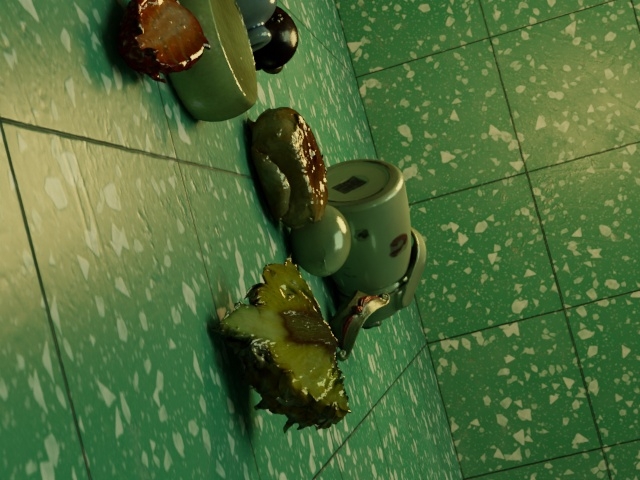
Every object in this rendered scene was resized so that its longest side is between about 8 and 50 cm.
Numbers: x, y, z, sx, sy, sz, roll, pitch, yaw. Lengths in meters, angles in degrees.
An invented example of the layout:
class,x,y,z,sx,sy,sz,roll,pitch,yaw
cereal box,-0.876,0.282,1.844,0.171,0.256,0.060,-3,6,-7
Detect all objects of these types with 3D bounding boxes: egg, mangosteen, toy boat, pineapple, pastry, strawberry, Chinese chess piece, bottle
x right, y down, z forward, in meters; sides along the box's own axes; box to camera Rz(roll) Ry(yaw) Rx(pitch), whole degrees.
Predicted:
class,x,y,z,sx,sy,sz,roll,pitch,yaw
egg,0.000,0.000,1.980,0.152,0.114,0.114,-94,165,-44
mangosteen,-0.105,-0.367,1.992,0.140,0.140,0.140,-15,90,-80
toy boat,0.070,0.157,2.167,0.071,0.089,0.185,43,59,-6
pineapple,-0.080,0.157,1.419,0.164,0.140,0.250,-4,57,-39
pastry,-0.053,-0.129,1.924,0.229,0.100,0.218,-5,80,-79
strawberry,-0.212,-0.253,1.336,0.121,0.082,0.188,52,25,-11
Chinese chess piece,-0.167,-0.289,1.562,0.238,0.092,0.238,-15,90,-79
bottle,0.107,0.019,2.272,0.229,0.229,0.352,-89,167,-57

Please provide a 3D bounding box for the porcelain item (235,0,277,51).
class,x,y,z,sx,sy,sz,roll,pitch,yaw
porcelain item,-0.159,-0.425,1.716,0.259,0.141,0.141,65,10,2
